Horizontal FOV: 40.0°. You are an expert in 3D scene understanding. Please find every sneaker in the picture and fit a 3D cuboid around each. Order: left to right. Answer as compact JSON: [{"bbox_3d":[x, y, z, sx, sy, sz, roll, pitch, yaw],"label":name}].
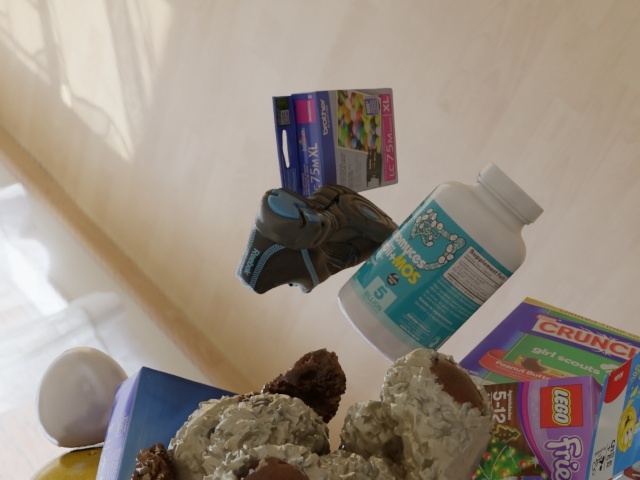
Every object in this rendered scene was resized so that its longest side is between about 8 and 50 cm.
[{"bbox_3d":[0.000,0.000,1.307,0.125,0.340,0.140,41,113,29],"label":"sneaker"}]

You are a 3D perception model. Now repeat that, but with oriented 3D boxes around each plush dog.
[{"bbox_3d":[-0.020,0.192,0.690,0.225,0.262,0.211,23,123,41],"label":"plush dog"}]

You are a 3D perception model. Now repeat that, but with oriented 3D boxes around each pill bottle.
[{"bbox_3d":[0.156,0.027,1.112,0.146,0.146,0.264,45,100,16],"label":"pill bottle"}]

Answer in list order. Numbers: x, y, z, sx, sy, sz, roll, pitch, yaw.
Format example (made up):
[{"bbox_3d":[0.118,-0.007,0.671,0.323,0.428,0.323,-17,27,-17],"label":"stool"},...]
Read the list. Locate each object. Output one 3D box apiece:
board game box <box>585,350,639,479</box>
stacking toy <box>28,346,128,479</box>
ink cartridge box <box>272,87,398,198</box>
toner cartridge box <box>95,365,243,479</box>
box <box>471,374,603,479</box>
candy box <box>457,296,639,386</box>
[{"bbox_3d":[0.330,0.104,0.402,0.308,0.086,0.302,23,149,3],"label":"board game box"},{"bbox_3d":[-0.254,0.363,1.028,0.350,0.350,0.480,-12,84,46],"label":"stacking toy"},{"bbox_3d":[0.036,-0.174,1.558,0.065,0.311,0.186,2,100,37],"label":"ink cartridge box"},{"bbox_3d":[-0.131,0.303,0.786,0.165,0.348,0.075,20,147,-23],"label":"toner cartridge box"},{"bbox_3d":[0.155,0.273,0.779,0.200,0.293,0.057,-12,147,32],"label":"box"},{"bbox_3d":[0.345,0.220,1.219,0.268,0.317,0.122,18,115,28],"label":"candy box"}]
